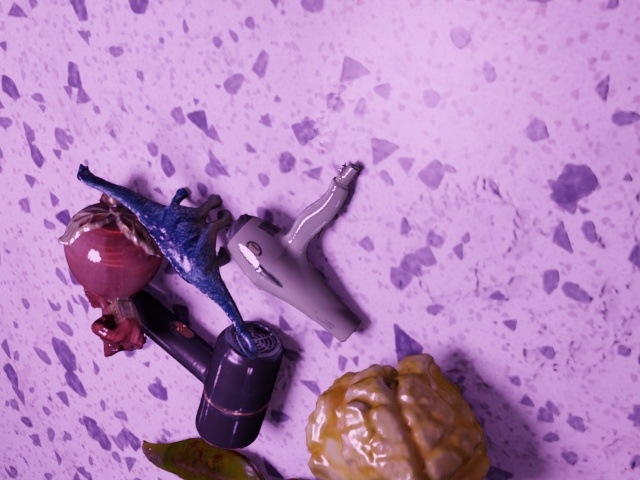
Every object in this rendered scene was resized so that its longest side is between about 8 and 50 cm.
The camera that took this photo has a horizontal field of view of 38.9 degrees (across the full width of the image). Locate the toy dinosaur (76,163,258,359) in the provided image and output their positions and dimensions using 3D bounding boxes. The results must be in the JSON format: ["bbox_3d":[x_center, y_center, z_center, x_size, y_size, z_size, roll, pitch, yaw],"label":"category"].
[{"bbox_3d":[-0.187,0.006,1.298,0.363,0.147,0.076,50,133,-3],"label":"toy dinosaur"}]

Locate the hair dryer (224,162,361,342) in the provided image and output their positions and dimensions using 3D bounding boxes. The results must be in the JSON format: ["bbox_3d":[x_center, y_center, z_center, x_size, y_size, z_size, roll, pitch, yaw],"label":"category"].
[{"bbox_3d":[0.005,0.031,1.225,0.224,0.088,0.219,-25,102,26],"label":"hair dryer"}]

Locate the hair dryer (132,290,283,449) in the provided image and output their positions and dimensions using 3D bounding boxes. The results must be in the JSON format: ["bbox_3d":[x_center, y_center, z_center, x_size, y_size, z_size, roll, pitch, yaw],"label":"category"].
[{"bbox_3d":[-0.213,0.149,1.417,0.352,0.107,0.189,35,125,25],"label":"hair dryer"}]

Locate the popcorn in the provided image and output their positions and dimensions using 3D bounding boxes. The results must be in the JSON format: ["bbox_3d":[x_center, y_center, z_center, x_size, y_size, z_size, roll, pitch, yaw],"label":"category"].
[{"bbox_3d":[0.097,0.266,1.185,0.256,0.195,0.255,11,107,32],"label":"popcorn"}]

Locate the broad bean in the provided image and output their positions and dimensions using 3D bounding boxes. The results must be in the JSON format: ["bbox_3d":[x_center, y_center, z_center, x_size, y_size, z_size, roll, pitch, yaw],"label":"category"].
[{"bbox_3d":[-0.180,0.376,1.502,0.339,0.061,0.077,8,97,43],"label":"broad bean"}]

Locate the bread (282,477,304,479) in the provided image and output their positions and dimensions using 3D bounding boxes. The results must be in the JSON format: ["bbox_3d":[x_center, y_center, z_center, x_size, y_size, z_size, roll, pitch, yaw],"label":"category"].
[{"bbox_3d":[-0.049,0.523,1.401,0.301,0.045,0.301,-34,48,49],"label":"bread"}]

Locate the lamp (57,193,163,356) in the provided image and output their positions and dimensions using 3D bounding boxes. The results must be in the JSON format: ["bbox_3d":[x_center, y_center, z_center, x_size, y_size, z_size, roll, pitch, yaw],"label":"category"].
[{"bbox_3d":[-0.304,0.035,1.381,0.215,0.151,0.223,-119,14,-53],"label":"lamp"}]
